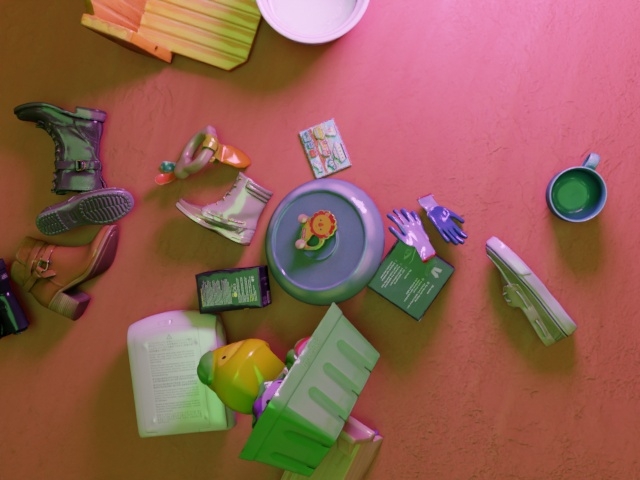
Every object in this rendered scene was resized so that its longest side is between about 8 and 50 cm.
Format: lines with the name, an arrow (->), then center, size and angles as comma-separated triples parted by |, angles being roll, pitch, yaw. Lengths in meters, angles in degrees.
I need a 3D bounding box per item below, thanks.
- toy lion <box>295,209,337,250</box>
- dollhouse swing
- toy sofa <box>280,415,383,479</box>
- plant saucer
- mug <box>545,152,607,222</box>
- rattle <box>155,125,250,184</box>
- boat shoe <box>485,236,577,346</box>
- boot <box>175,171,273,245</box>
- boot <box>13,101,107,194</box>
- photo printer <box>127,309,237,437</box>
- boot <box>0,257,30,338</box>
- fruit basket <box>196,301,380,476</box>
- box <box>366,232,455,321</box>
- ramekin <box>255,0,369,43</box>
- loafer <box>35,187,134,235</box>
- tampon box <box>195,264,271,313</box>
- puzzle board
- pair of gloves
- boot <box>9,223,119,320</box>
toy lion -> -0.007, -0.024, 1.834 | 0.096, 0.034, 0.100 | 5, 85, 15
dollhouse swing -> -0.327, -0.605, 1.823 | 0.305, 0.315, 0.347 | 20, 94, 17
toy sofa -> -0.004, 0.600, 1.895 | 0.150, 0.177, 0.362 | 27, 96, 30
plant saucer -> 0.000, 0.000, 1.865 | 0.317, 0.044, 0.317 | -3, 82, 22
mug -> 0.610, -0.115, 1.800 | 0.158, 0.097, 0.129 | -32, 87, 7
rattle -> -0.304, -0.188, 1.949 | 0.200, 0.143, 0.130 | -44, 54, 21
boat shoe -> 0.486, 0.125, 1.822 | 0.094, 0.109, 0.302 | -41, 89, 9
boot -> -0.242, -0.101, 1.921 | 0.213, 0.077, 0.165 | 26, 96, 1
boot -> -0.670, -0.232, 1.964 | 0.263, 0.091, 0.229 | 6, 92, 5
photo printer -> -0.354, 0.331, 1.934 | 0.256, 0.107, 0.307 | -8, 90, 7
boot -> -0.892, 0.168, 2.001 | 0.246, 0.094, 0.207 | -11, 101, 22
fruit basket -> -0.100, 0.314, 1.758 | 0.392, 0.392, 0.283 | 32, 131, 5
box -> 0.220, 0.087, 1.859 | 0.158, 0.093, 0.156 | 35, 96, 6
ramekin -> -0.020, -0.601, 1.830 | 0.277, 0.135, 0.277 | 0, 95, -1
loafer -> -0.600, -0.088, 1.949 | 0.251, 0.087, 0.094 | -13, 123, -1
tampon box -> -0.215, 0.121, 1.902 | 0.161, 0.120, 0.101 | -6, 90, 8
puzzle board -> 0.012, -0.231, 1.916 | 0.096, 0.011, 0.128 | -21, 90, 8
pair of gloves -> 0.259, -0.033, 1.836 | 0.198, 0.023, 0.159 | -24, 69, -31
boot -> -0.664, 0.041, 1.977 | 0.220, 0.109, 0.283 | 31, 103, 9
